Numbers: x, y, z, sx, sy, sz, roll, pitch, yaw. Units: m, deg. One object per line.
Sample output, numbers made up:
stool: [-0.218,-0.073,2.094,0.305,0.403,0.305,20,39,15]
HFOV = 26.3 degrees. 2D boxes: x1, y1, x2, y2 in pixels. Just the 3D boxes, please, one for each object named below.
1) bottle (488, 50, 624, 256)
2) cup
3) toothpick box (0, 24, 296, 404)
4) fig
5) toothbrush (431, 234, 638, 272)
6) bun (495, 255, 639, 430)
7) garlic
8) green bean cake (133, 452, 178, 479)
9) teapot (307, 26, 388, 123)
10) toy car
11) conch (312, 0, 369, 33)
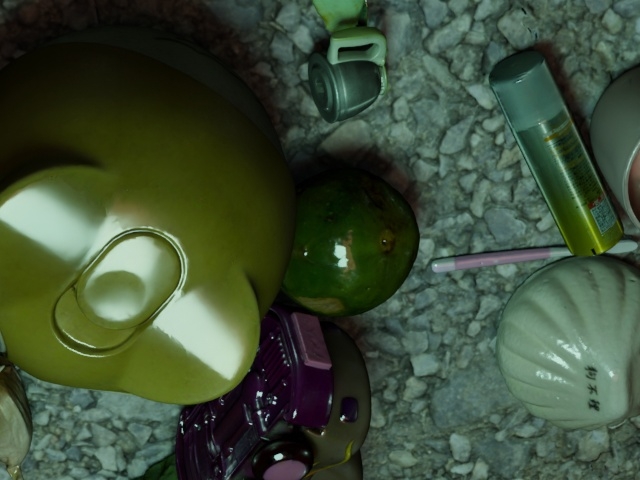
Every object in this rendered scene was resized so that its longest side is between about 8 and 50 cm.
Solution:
bottle: [0.310,-0.111,1.788,0.082,0.082,0.286,-27,116,6]
cup: [0.464,-0.143,1.726,0.191,0.200,0.253,27,110,-18]
toothpick box: [-0.232,-0.025,1.571,0.409,0.425,0.409,-3,115,-6]
fig: [0.000,0.000,1.767,0.245,0.195,0.195,1,122,32]
toothbrush: [0.294,0.018,1.884,0.286,0.025,0.020,-7,119,-2]
bun: [0.380,0.167,1.884,0.263,0.175,0.263,-2,114,-5]
garlic: [-0.432,0.244,1.841,0.090,0.128,0.198,-16,115,-17]
green bean cake: [-0.199,0.438,1.971,0.222,0.125,0.248,-38,117,9]
teapot: [0.043,-0.205,1.697,0.090,0.124,0.092,-18,82,-19]
toy car: [-0.036,0.250,1.824,0.240,0.271,0.341,14,131,-29]
conch: [0.019,-0.326,1.657,0.105,0.079,0.170,8,122,6]
